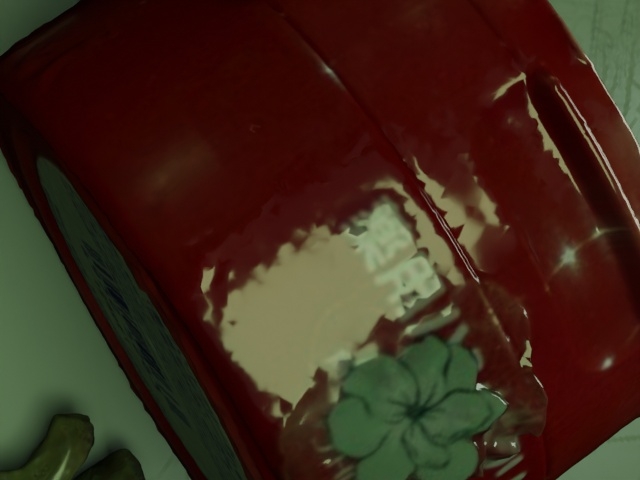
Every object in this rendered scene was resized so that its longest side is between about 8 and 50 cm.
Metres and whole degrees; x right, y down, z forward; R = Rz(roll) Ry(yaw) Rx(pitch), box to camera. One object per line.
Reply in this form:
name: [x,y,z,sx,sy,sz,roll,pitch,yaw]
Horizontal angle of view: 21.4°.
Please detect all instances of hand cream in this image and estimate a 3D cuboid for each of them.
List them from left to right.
hand cream: [0.000,0.000,0.565,0.149,0.230,0.230,-32,108,-11]

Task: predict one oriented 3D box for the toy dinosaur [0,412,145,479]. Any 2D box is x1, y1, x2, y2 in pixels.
toy dinosaur: [-0.184,0.147,0.596,0.200,0.072,0.251,40,72,-32]
